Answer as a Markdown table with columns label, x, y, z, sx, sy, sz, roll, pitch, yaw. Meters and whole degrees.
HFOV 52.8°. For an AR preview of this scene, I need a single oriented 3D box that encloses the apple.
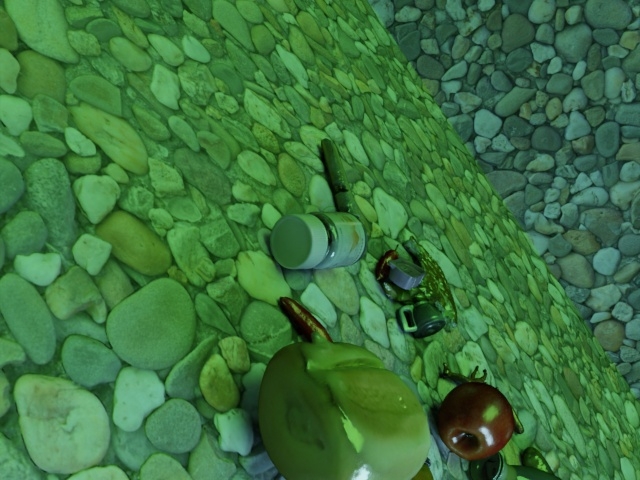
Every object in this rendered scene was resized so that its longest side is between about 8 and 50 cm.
| label | x | y | z | sx | sy | sz | roll | pitch | yaw |
| --- | --- | --- | --- | --- | --- | --- | --- | --- | --- |
| apple | 0.457 | 0.532 | 1.908 | 0.218 | 0.218 | 0.201 | 55 | 34 | -4 |

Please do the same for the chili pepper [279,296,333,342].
| label | x | y | z | sx | sy | sz | roll | pitch | yaw |
| --- | --- | --- | --- | --- | --- | --- | --- | --- | --- |
| chili pepper | -0.014 | 0.248 | 1.671 | 0.272 | 0.063 | 0.071 | 55 | 19 | 3 |

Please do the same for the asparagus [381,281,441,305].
| label | x | y | z | sx | sy | sz | roll | pitch | yaw |
| --- | --- | --- | --- | --- | --- | --- | --- | --- | --- |
| asparagus | 0.307 | 0.183 | 2.152 | 0.287 | 0.080 | 0.080 | 8 | 56 | -41 |

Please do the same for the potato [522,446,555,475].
| label | x | y | z | sx | sy | sz | roll | pitch | yaw |
| --- | --- | --- | --- | --- | --- | --- | --- | --- | --- |
| potato | 0.759 | 0.801 | 2.214 | 0.105 | 0.085 | 0.188 | 8 | 52 | -54 |

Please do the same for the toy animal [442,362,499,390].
| label | x | y | z | sx | sy | sz | roll | pitch | yaw |
| --- | --- | --- | --- | --- | --- | --- | --- | --- | --- |
| toy animal | 0.506 | 0.476 | 2.173 | 0.230 | 0.066 | 0.224 | -26 | 84 | -53 |

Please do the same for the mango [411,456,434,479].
| label | x | y | z | sx | sy | sz | roll | pitch | yaw |
| --- | --- | --- | --- | --- | --- | --- | --- | --- | --- |
| mango | 0.189 | 0.640 | 1.510 | 0.201 | 0.153 | 0.287 | 54 | 31 | 1 |

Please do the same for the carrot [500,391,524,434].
| label | x | y | z | sx | sy | sz | roll | pitch | yaw |
| --- | --- | --- | --- | --- | --- | --- | --- | --- | --- |
| carrot | 0.686 | 0.620 | 2.321 | 0.036 | 0.036 | 0.165 | 3 | 57 | -53 |

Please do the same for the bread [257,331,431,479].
| label | x | y | z | sx | sy | sz | roll | pitch | yaw |
| --- | --- | --- | --- | --- | --- | --- | --- | --- | --- |
| bread | 0.052 | 0.405 | 1.424 | 0.376 | 0.253 | 0.348 | 10 | 38 | -51 |

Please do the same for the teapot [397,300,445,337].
| label | x | y | z | sx | sy | sz | roll | pitch | yaw |
| --- | --- | --- | --- | --- | --- | --- | --- | --- | --- |
| teapot | 0.323 | 0.258 | 2.106 | 0.111 | 0.149 | 0.108 | 76 | -8 | -56 |

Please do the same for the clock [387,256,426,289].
| label | x | y | z | sx | sy | sz | roll | pitch | yaw |
| --- | --- | --- | --- | --- | --- | --- | --- | --- | --- |
| clock | 0.274 | 0.106 | 2.105 | 0.110 | 0.050 | 0.153 | 34 | 19 | 21 |

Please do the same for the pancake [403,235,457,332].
| label | x | y | z | sx | sy | sz | roll | pitch | yaw |
| --- | --- | --- | --- | --- | --- | --- | --- | --- | --- |
| pancake | 0.395 | 0.156 | 2.324 | 0.197 | 0.054 | 0.376 | 7 | 55 | -53 |

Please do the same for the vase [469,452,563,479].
| label | x | y | z | sx | sy | sz | roll | pitch | yaw |
| --- | --- | --- | --- | --- | --- | --- | --- | --- | --- |
| vase | 0.610 | 0.754 | 1.984 | 0.321 | 0.173 | 0.173 | 35 | 38 | -25 |

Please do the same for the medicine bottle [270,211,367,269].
| label | x | y | z | sx | sy | sz | roll | pitch | yaw |
| --- | --- | --- | --- | --- | --- | --- | --- | --- | --- |
| medicine bottle | 0.000 | 0.000 | 1.808 | 0.273 | 0.165 | 0.165 | -4 | 65 | -55 |

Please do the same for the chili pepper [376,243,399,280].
| label | x | y | z | sx | sy | sz | roll | pitch | yaw |
| --- | --- | --- | --- | --- | --- | --- | --- | --- | --- |
| chili pepper | 0.226 | 0.077 | 2.158 | 0.059 | 0.050 | 0.191 | 52 | 44 | -14 |

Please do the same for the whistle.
| label | x | y | z | sx | sy | sz | roll | pitch | yaw |
| --- | --- | --- | --- | --- | --- | --- | --- | --- | --- |
| whistle | 0.063 | -0.204 | 2.177 | 0.068 | 0.057 | 0.326 | 21 | 46 | -48 |
